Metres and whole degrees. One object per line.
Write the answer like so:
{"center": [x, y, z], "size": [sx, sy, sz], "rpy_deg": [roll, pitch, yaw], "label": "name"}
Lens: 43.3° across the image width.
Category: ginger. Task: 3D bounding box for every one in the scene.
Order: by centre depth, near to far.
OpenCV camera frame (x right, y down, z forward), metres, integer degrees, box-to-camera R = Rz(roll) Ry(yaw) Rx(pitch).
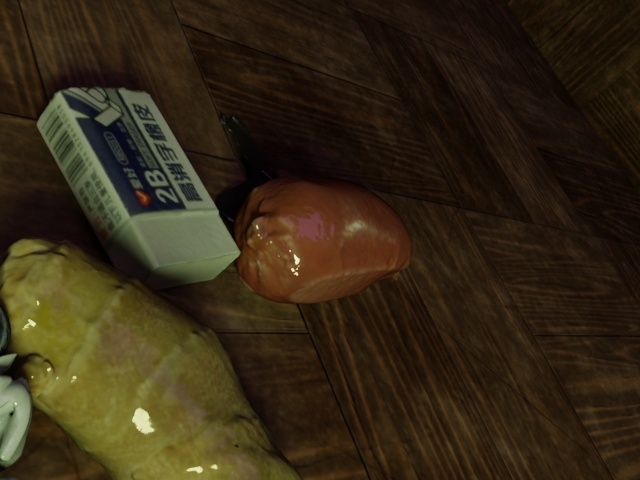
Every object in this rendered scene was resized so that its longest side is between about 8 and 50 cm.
{"center": [-0.121, 0.139, 0.628], "size": [0.354, 0.126, 0.190], "rpy_deg": [53, 22, 4], "label": "ginger"}

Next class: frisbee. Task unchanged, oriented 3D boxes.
{"center": [-0.075, -0.087, 1.026], "size": [0.211, 0.012, 0.187], "rpy_deg": [1, 53, -49], "label": "frisbee"}

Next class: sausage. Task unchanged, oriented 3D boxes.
{"center": [0.000, 0.000, 0.901], "size": [0.254, 0.148, 0.148], "rpy_deg": [-4, 58, -58], "label": "sausage"}

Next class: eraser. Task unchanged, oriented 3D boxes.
{"center": [-0.182, -0.053, 0.809], "size": [0.124, 0.068, 0.210], "rpy_deg": [-8, 61, -56], "label": "eraser"}

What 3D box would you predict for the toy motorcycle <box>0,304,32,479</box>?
{"center": [-0.253, 0.136, 0.484], "size": [0.151, 0.074, 0.229], "rpy_deg": [43, 53, -4], "label": "toy motorcycle"}
